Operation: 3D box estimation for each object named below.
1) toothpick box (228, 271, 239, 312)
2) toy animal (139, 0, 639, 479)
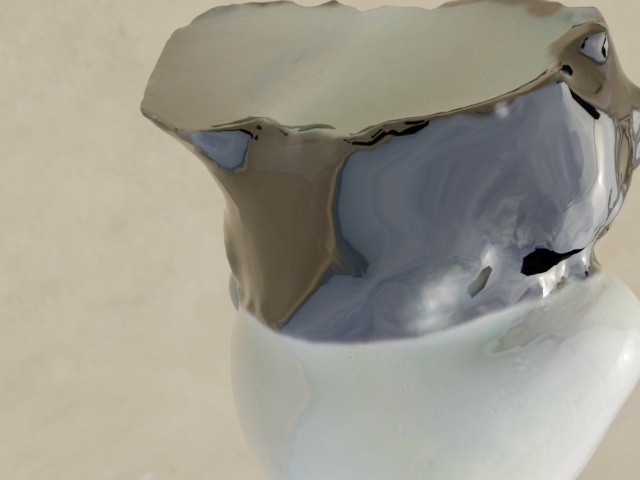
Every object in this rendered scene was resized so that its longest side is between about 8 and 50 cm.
[{"bbox_3d":[0.000,0.000,0.661,0.052,0.052,0.083,-7,147,-32],"label":"toothpick box"},{"bbox_3d":[0.029,0.011,0.548,0.138,0.166,0.179,-19,110,-30],"label":"toy animal"}]
